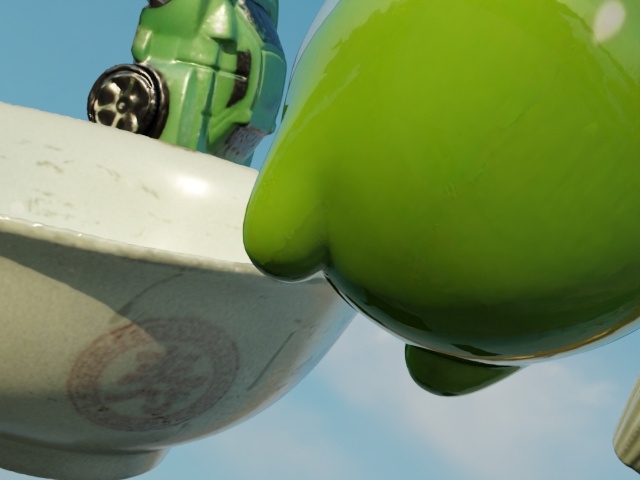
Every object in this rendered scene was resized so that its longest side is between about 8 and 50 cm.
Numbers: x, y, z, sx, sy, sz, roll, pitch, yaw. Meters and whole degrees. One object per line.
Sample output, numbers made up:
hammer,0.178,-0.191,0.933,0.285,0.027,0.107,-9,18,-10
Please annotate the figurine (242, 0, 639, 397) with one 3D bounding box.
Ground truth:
figurine,0.090,-0.073,0.390,0.162,0.263,0.143,38,4,-37

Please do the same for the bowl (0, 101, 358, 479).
bowl,-0.171,0.041,0.838,0.434,0.196,0.435,16,10,-3

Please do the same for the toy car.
toy car,-0.126,-0.175,1.380,0.176,0.359,0.213,15,-1,22

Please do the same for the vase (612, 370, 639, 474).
vase,0.351,0.122,1.093,0.128,0.128,0.248,27,-52,1
